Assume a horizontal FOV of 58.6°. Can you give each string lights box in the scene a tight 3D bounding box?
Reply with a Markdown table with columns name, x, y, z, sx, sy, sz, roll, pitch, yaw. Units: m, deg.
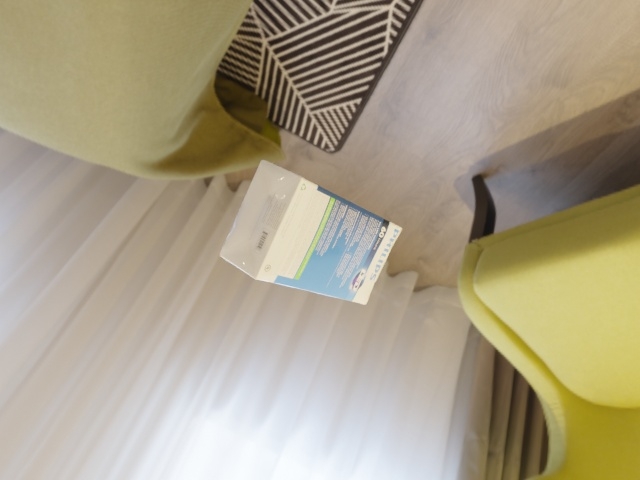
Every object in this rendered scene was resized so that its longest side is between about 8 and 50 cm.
| name | x | y | z | sx | sy | sz | roll | pitch | yaw |
| --- | --- | --- | --- | --- | --- | --- | --- | --- | --- |
| string lights box | 0.000 | 0.000 | 0.778 | 0.076 | 0.133 | 0.259 | 28 | -176 | 36 |
